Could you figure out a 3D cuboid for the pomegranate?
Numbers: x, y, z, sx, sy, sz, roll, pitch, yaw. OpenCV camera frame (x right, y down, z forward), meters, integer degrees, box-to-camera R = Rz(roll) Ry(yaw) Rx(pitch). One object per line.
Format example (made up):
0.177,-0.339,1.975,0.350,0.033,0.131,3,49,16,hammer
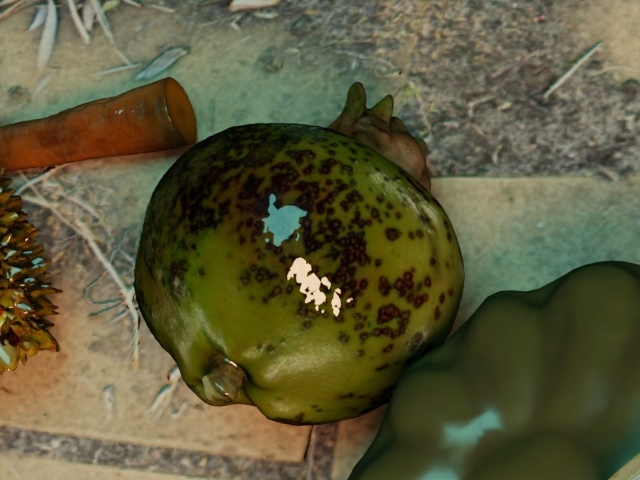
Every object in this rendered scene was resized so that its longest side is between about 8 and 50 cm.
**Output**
-0.004,0.013,1.359,0.222,0.276,0.204,25,109,11,pomegranate

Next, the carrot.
-0.208,-0.082,1.560,0.224,0.057,0.057,-11,56,21,carrot

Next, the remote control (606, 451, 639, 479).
0.235,0.180,0.981,0.098,0.038,0.233,-33,45,-2,remote control

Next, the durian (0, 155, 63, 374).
-0.341,0.016,1.437,0.293,0.258,0.258,-6,56,-2,durian

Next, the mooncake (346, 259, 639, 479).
0.186,0.188,1.155,0.356,0.194,0.356,-9,57,13,mooncake
